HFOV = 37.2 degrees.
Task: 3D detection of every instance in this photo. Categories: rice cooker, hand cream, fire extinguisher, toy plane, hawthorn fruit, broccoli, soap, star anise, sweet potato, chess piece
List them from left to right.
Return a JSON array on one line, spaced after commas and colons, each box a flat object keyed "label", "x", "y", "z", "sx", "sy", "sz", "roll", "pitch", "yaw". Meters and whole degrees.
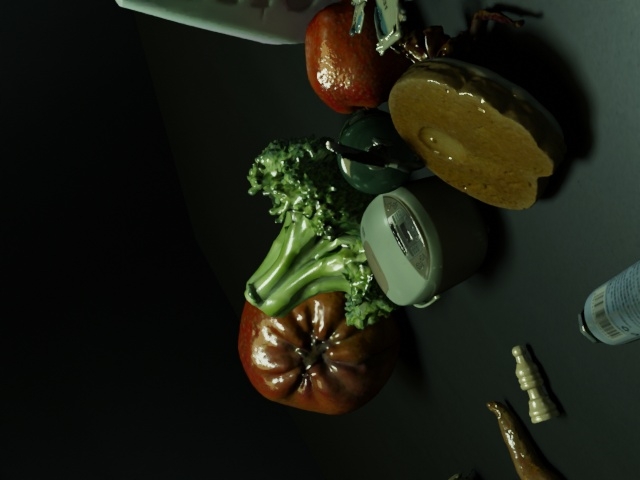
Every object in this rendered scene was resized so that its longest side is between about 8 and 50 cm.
[{"label": "soap", "x": -0.093, "y": -0.350, "z": 1.107, "sx": 0.115, "sy": 0.347, "sz": 0.208, "roll": 47, "pitch": 119, "yaw": 36}, {"label": "hawthorn fruit", "x": 0.001, "y": 0.147, "z": 1.639, "sx": 0.298, "sy": 0.277, "sz": 0.277, "roll": -83, "pitch": -26, "yaw": -78}, {"label": "broccoli", "x": 0.019, "y": -0.007, "z": 1.378, "sx": 0.288, "sy": 0.235, "sz": 0.260, "roll": 61, "pitch": 141, "yaw": 40}, {"label": "hawthorn fruit", "x": 0.042, "y": -0.220, "z": 1.111, "sx": 0.133, "sy": 0.133, "sz": 0.138, "roll": -161, "pitch": 52, "yaw": -72}, {"label": "fire extinguisher", "x": 0.066, "y": -0.106, "z": 1.107, "sx": 0.294, "sy": 0.118, "sz": 0.093, "roll": -80, "pitch": 3, "yaw": -80}, {"label": "toy plane", "x": 0.086, "y": -0.295, "z": 0.918, "sx": 0.262, "sy": 0.088, "sz": 0.192, "roll": -23, "pitch": 67, "yaw": 58}, {"label": "rice cooker", "x": 0.126, "y": 0.000, "z": 1.158, "sx": 0.206, "sy": 0.127, "sz": 0.145, "roll": 102, "pitch": 145, "yaw": -73}, {"label": "star anise", "x": 0.144, "y": -0.185, "z": 0.926, "sx": 0.097, "sy": 0.070, "sz": 0.190, "roll": 43, "pitch": 172, "yaw": -18}, {"label": "chess piece", "x": 0.252, "y": 0.169, "z": 1.134, "sx": 0.035, "sy": 0.035, "sz": 0.092, "roll": 126, "pitch": 124, "yaw": -74}, {"label": "sweet potato", "x": 0.274, "y": 0.294, "z": 1.219, "sx": 0.050, "sy": 0.050, "sz": 0.214, "roll": 82, "pitch": 167, "yaw": -45}, {"label": "hand cream", "x": 0.282, "y": 0.042, "z": 0.771, "sx": 0.256, "sy": 0.055, "sz": 0.088, "roll": 120, "pitch": 134, "yaw": -70}]

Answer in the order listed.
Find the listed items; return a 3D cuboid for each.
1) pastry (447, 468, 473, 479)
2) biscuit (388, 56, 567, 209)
[{"label": "pastry", "x": 0.240, "y": 0.445, "z": 1.507, "sx": 0.153, "sy": 0.081, "sz": 0.153, "roll": 55, "pitch": 158, "yaw": 35}, {"label": "biscuit", "x": 0.152, "y": -0.106, "z": 0.928, "sx": 0.181, "sy": 0.049, "sz": 0.208, "roll": 33, "pitch": 167, "yaw": 15}]
